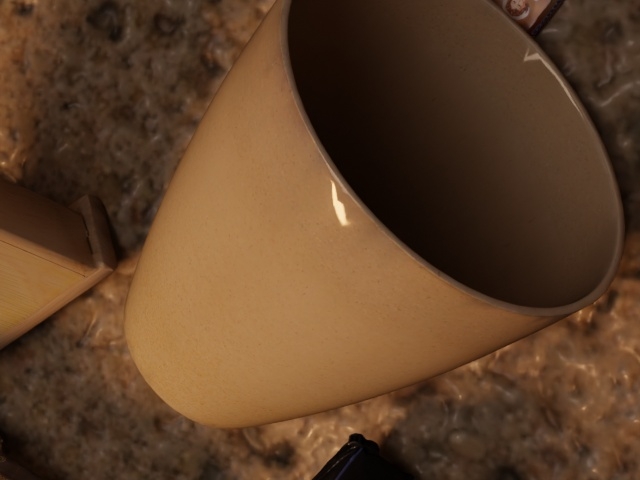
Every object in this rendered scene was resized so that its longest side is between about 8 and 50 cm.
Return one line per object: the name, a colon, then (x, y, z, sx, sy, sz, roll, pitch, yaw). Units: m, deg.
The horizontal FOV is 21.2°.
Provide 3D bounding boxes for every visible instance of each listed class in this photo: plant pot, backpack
plant pot: (0.000, 0.000, 1.063, 0.274, 0.256, 0.256, -40, 72, 38)
backpack: (0.011, 0.203, 1.117, 0.084, 0.105, 0.114, 40, 118, 0)

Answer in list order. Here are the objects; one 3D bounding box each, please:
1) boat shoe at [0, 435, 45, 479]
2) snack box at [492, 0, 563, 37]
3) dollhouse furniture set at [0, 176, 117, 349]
boat shoe: (-0.294, 0.194, 1.259, 0.355, 0.130, 0.132, 32, 107, 17)
snack box: (0.093, -0.212, 1.121, 0.178, 0.022, 0.064, 44, 107, 21)
dollhouse furniture set: (-0.331, -0.132, 1.269, 0.362, 0.256, 0.394, -33, 54, 22)
